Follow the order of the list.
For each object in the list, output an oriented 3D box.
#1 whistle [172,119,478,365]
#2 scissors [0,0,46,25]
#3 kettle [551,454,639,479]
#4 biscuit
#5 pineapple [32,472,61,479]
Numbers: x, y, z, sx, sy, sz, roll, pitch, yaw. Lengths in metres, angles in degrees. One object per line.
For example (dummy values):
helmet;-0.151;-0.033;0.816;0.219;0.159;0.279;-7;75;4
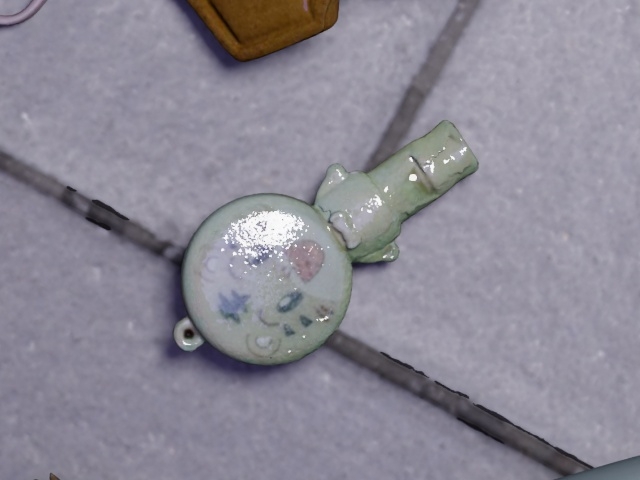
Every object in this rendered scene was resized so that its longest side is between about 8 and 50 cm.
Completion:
whistle;0.000;0.000;1.373;0.258;0.067;0.126;-35;99;-2
scissors;-0.177;-0.262;1.376;0.242;0.030;0.118;-35;93;4
kettle;0.247;0.247;1.351;0.243;0.160;0.210;-20;111;-5
biscuit;-0.028;-0.242;1.325;0.215;0.034;0.182;-45;77;24
pineapple;-0.171;0.268;1.340;0.193;0.166;0.166;41;92;-4
